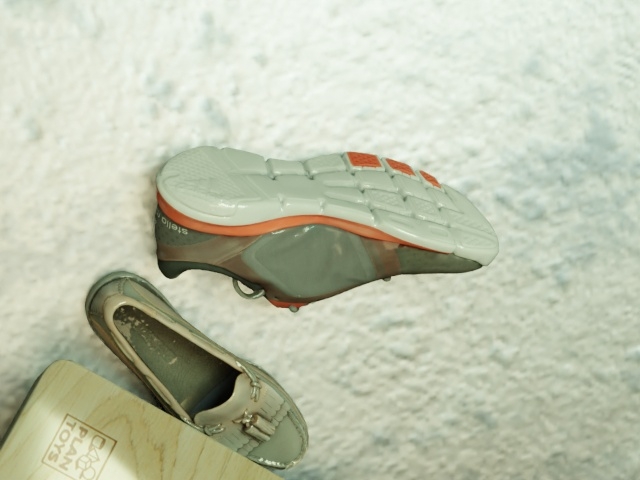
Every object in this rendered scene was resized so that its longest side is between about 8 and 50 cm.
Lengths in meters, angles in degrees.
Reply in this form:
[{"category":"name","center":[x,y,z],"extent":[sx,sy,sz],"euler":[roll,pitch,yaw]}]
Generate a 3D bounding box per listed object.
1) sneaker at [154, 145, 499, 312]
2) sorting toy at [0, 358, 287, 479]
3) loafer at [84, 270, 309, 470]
[{"category":"sneaker","center":[0.000,0.000,0.603],"extent":[0.158,0.061,0.064],"euler":[9,124,-14]},{"category":"sorting toy","center":[-0.068,0.226,0.559],"extent":[0.255,0.089,0.257],"euler":[31,64,-12]},{"category":"loafer","center":[-0.053,0.064,0.599],"extent":[0.125,0.039,0.045],"euler":[42,87,-16]}]
